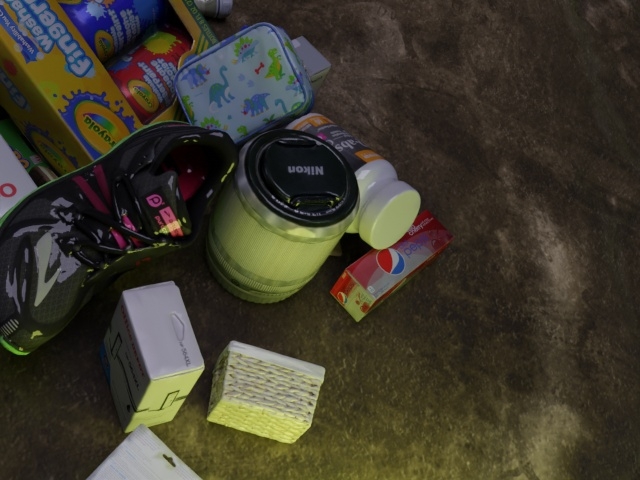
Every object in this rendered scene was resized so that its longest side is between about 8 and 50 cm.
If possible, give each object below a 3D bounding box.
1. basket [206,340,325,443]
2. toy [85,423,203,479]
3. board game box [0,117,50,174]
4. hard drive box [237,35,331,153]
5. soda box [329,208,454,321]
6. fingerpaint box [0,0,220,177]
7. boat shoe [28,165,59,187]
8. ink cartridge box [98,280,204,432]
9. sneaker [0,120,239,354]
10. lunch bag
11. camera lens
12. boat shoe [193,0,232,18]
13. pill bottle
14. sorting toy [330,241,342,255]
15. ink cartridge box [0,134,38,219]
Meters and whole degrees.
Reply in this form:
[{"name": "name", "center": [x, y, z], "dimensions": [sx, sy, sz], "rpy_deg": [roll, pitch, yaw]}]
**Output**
[{"name": "basket", "center": [-0.091, 0.248, 1.301], "dimensions": [0.167, 0.113, 0.103], "rpy_deg": [18, 53, -13]}, {"name": "toy", "center": [-0.291, 0.394, 1.140], "dimensions": [0.137, 0.056, 0.237], "rpy_deg": [43, 55, 3]}, {"name": "board game box", "center": [-0.600, -0.122, 1.371], "dimensions": [0.259, 0.039, 0.124], "rpy_deg": [-30, 76, -34]}, {"name": "hard drive box", "center": [-0.102, -0.262, 1.578], "dimensions": [0.089, 0.232, 0.181], "rpy_deg": [47, 50, 10]}, {"name": "soda box", "center": [0.142, 0.045, 1.568], "dimensions": [0.083, 0.092, 0.263], "rpy_deg": [46, 51, 12]}, {"name": "fingerpaint box", "center": [-0.408, -0.368, 1.406], "dimensions": [0.371, 0.163, 0.445], "rpy_deg": [-48, 115, -35]}, {"name": "boat shoe", "center": [-0.431, -0.050, 1.390], "dimensions": [0.072, 0.068, 0.190], "rpy_deg": [-24, 79, -49]}, {"name": "ink cartridge box", "center": [-0.258, 0.177, 1.211], "dimensions": [0.085, 0.203, 0.148], "rpy_deg": [-10, 61, -30]}, {"name": "sneaker", "center": [-0.300, -0.035, 1.188], "dimensions": [0.483, 0.202, 0.185], "rpy_deg": [-52, 125, -34]}, {"name": "lunch bag", "center": [-0.131, -0.263, 1.390], "dimensions": [0.176, 0.218, 0.090], "rpy_deg": [64, 15, -1]}, {"name": "camera lens", "center": [-0.072, -0.040, 1.407], "dimensions": [0.219, 0.274, 0.220], "rpy_deg": [13, 52, -17]}, {"name": "boat shoe", "center": [-0.277, -0.640, 1.846], "dimensions": [0.094, 0.109, 0.302], "rpy_deg": [-6, 63, -26]}, {"name": "pill bottle", "center": [0.047, -0.113, 1.542], "dimensions": [0.162, 0.162, 0.278], "rpy_deg": [-26, 51, -36]}, {"name": "sorting toy", "center": [0.000, 0.000, 1.584], "dimensions": [0.083, 0.012, 0.062], "rpy_deg": [7, 59, -25]}, {"name": "ink cartridge box", "center": [-0.646, -0.117, 1.214], "dimensions": [0.279, 0.160, 0.385], "rpy_deg": [-31, 82, -37]}]
